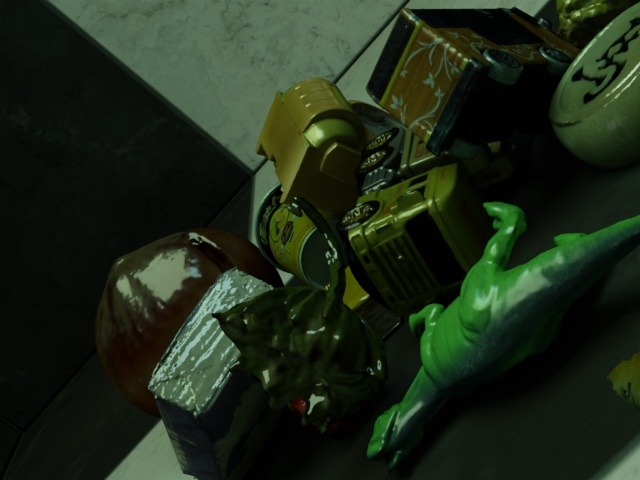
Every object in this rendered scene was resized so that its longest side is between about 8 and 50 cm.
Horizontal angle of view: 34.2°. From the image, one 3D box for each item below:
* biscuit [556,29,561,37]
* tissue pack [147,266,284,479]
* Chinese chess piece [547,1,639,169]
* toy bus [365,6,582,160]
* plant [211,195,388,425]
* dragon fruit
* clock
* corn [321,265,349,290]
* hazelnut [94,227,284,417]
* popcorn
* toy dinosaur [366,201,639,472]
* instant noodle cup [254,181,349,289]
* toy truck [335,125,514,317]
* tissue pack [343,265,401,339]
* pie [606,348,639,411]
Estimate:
[{"bbox_3d":[0.469,-0.406,1.905,0.092,0.016,0.082,-44,10,19],"label":"biscuit"},{"bbox_3d":[-0.144,0.234,1.646,0.242,0.125,0.344,-58,-20,-28],"label":"tissue pack"},{"bbox_3d":[0.421,-0.213,1.396,0.250,0.101,0.250,-47,15,17],"label":"Chinese chess piece"},{"bbox_3d":[0.240,-0.243,1.541,0.323,0.194,0.162,-15,-42,-47],"label":"toy bus"},{"bbox_3d":[0.018,0.075,1.411,0.180,0.251,0.333,-49,8,52],"label":"plant"},{"bbox_3d":[-0.007,0.195,1.522,0.160,0.172,0.166,-45,16,22],"label":"dragon fruit"},{"bbox_3d":[0.067,-0.157,1.918,0.200,0.317,0.244,-58,34,26],"label":"clock"},{"bbox_3d":[0.059,0.078,1.826,0.207,0.068,0.068,-42,17,27],"label":"corn"},{"bbox_3d":[-0.266,0.166,2.111,0.409,0.359,0.359,-58,13,7],"label":"hazelnut"},{"bbox_3d":[0.442,-0.383,1.671,0.142,0.173,0.173,-24,21,12],"label":"popcorn"},{"bbox_3d":[0.192,0.115,1.150,0.374,0.144,0.500,-56,5,-7],"label":"toy dinosaur"},{"bbox_3d":[0.000,0.000,1.983,0.215,0.215,0.236,-50,24,3],"label":"instant noodle cup"},{"bbox_3d":[0.175,-0.067,1.621,0.254,0.180,0.405,-27,21,24],"label":"toy truck"},{"bbox_3d":[0.068,0.105,1.702,0.120,0.082,0.169,-46,15,22],"label":"tissue pack"},{"bbox_3d":[0.402,0.020,0.917,0.296,0.078,0.371,-30,24,51],"label":"pie"}]
